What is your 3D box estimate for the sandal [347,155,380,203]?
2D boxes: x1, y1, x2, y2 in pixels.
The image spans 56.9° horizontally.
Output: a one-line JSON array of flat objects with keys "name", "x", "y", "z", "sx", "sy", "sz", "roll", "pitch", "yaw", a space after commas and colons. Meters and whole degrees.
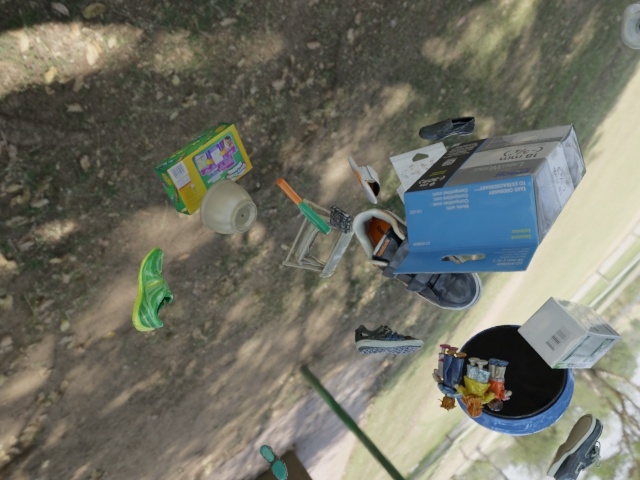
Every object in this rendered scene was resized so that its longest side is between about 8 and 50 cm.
[{"name": "sandal", "x": 0.176, "y": -0.251, "z": 2.250, "sx": 0.076, "sy": 0.265, "sz": 0.102, "roll": -27, "pitch": 137, "yaw": 3}]

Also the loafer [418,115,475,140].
[{"name": "loafer", "x": 0.492, "y": -0.442, "z": 2.294, "sx": 0.223, "sy": 0.076, "sz": 0.078, "roll": -9, "pitch": 144, "yaw": -4}]

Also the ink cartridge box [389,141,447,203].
[{"name": "ink cartridge box", "x": 0.461, "y": -0.270, "z": 2.566, "sx": 0.296, "sy": 0.261, "sz": 0.066, "roll": -19, "pitch": 165, "yaw": -24}]

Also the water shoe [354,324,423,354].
[{"name": "water shoe", "x": 0.193, "y": 0.268, "z": 1.639, "sx": 0.203, "sy": 0.080, "sz": 0.073, "roll": 5, "pitch": 147, "yaw": -22}]

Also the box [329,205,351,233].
[{"name": "box", "x": 0.066, "y": -0.070, "z": 1.982, "sx": 0.018, "sy": 0.083, "sz": 0.067, "roll": -25, "pitch": 135, "yaw": -33}]

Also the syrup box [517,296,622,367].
[{"name": "syrup box", "x": 0.488, "y": 0.182, "z": 1.145, "sx": 0.237, "sy": 0.096, "sz": 0.093, "roll": 15, "pitch": 120, "yaw": -48}]

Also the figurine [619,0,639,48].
[{"name": "figurine", "x": 0.662, "y": -0.377, "z": 1.153, "sx": 0.092, "sy": 0.215, "sz": 0.209, "roll": -15, "pitch": -162, "yaw": 38}]

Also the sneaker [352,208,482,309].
[{"name": "sneaker", "x": 0.195, "y": 0.042, "z": 1.284, "sx": 0.127, "sy": 0.321, "sz": 0.126, "roll": 4, "pitch": 119, "yaw": -56}]

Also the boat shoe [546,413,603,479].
[{"name": "boat shoe", "x": 0.620, "y": 0.508, "z": 1.407, "sx": 0.095, "sy": 0.079, "sz": 0.254, "roll": -43, "pitch": 152, "yaw": -46}]

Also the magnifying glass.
[{"name": "magnifying glass", "x": -0.047, "y": -0.097, "z": 1.719, "sx": 0.026, "sy": 0.092, "sz": 0.231, "roll": -49, "pitch": 123, "yaw": -5}]

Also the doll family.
[{"name": "doll family", "x": 0.387, "y": 0.394, "z": 1.625, "sx": 0.118, "sy": 0.263, "sz": 0.163, "roll": 1, "pitch": 96, "yaw": -40}]

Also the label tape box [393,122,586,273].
[{"name": "label tape box", "x": 0.283, "y": -0.076, "z": 1.018, "sx": 0.334, "sy": 0.241, "sz": 0.106, "roll": -42, "pitch": 117, "yaw": -42}]

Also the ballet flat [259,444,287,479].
[{"name": "ballet flat", "x": -0.123, "y": 0.612, "z": 1.630, "sx": 0.041, "sy": 0.114, "sz": 0.041, "roll": -31, "pitch": 149, "yaw": -21}]

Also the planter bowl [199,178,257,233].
[{"name": "planter bowl", "x": -0.256, "y": -0.087, "z": 1.728, "sx": 0.162, "sy": 0.109, "sz": 0.162, "roll": -35, "pitch": 137, "yaw": -40}]

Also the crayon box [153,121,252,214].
[{"name": "crayon box", "x": -0.357, "y": -0.227, "z": 1.837, "sx": 0.278, "sy": 0.081, "sz": 0.165, "roll": -43, "pitch": 130, "yaw": -29}]

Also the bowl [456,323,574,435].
[{"name": "bowl", "x": 0.631, "y": 0.446, "z": 1.963, "sx": 0.391, "sy": 0.391, "sz": 0.077, "roll": -36, "pitch": 134, "yaw": -13}]

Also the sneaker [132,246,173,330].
[{"name": "sneaker", "x": -0.567, "y": 0.169, "z": 2.038, "sx": 0.124, "sy": 0.295, "sz": 0.109, "roll": 3, "pitch": 159, "yaw": -4}]

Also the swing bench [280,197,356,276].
[{"name": "swing bench", "x": 0.000, "y": 0.000, "z": 2.441, "sx": 0.255, "sy": 0.165, "sz": 0.253, "roll": 20, "pitch": 114, "yaw": -15}]
